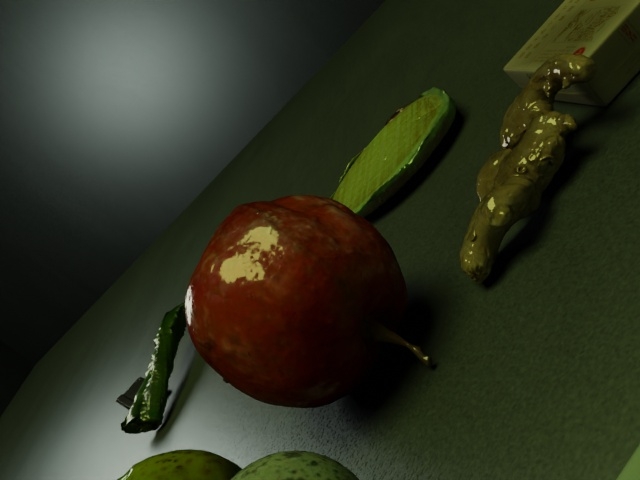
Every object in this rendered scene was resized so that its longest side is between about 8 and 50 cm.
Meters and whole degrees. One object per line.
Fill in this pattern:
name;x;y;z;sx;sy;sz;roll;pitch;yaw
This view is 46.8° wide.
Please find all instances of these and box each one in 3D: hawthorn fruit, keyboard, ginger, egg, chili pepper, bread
hawthorn fruit;0.001;0.073;0.781;0.271;0.242;0.242;22;68;40
keyboard;-0.353;0.310;1.464;0.072;0.023;0.231;-47;15;-21
ginger;0.205;-0.070;0.785;0.149;0.065;0.259;132;163;-81
egg;-0.027;0.235;0.570;0.172;0.132;0.132;-49;11;46
chili pepper;-0.286;0.216;1.402;0.084;0.076;0.359;-22;28;22
bread;0.111;-0.132;1.214;0.301;0.045;0.301;-45;14;14

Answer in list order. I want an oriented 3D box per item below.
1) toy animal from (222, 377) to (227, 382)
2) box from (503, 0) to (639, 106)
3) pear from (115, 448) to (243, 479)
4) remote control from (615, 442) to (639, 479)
toy animal;-0.092;0.113;1.174;0.149;0.054;0.275;-46;17;20
box;0.316;-0.233;0.876;0.141;0.058;0.201;-48;15;3
pear;-0.171;0.320;0.715;0.292;0.159;0.292;-41;16;15
remote control;0.227;0.097;0.352;0.296;0.056;0.140;-50;18;-11
